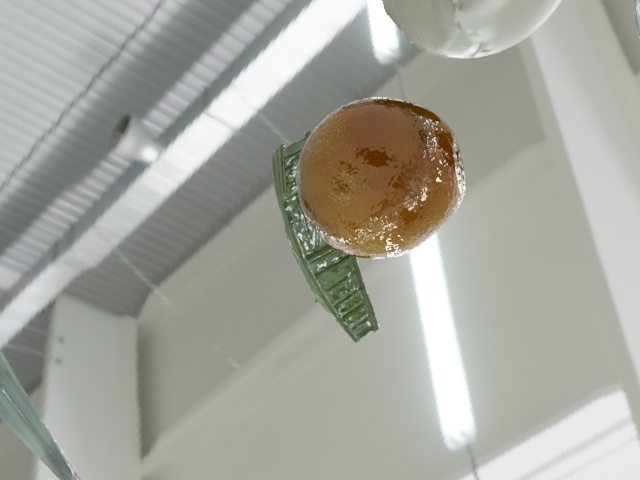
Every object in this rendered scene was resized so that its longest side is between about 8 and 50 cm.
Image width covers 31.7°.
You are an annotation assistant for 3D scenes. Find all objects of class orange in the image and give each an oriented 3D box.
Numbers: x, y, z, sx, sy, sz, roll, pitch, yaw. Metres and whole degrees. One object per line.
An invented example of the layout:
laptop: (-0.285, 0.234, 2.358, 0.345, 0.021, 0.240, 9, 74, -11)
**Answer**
orange: (0.073, -0.076, 1.345, 0.206, 0.206, 0.206, -34, -138, 38)

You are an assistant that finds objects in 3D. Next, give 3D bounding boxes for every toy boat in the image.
toy boat: (0.000, 0.000, 1.520, 0.093, 0.293, 0.055, -29, -165, -35)

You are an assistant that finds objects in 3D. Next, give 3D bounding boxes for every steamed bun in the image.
steamed bun: (0.232, -0.415, 1.553, 0.309, 0.309, 0.309, -34, -138, 38)

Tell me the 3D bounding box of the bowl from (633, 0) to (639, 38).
bowl: (0.637, -0.298, 1.431, 0.196, 0.435, 0.435, -47, -153, -20)

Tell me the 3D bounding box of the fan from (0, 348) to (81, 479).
fan: (-0.301, 0.209, 1.215, 0.057, 0.282, 0.023, -40, -173, -17)
